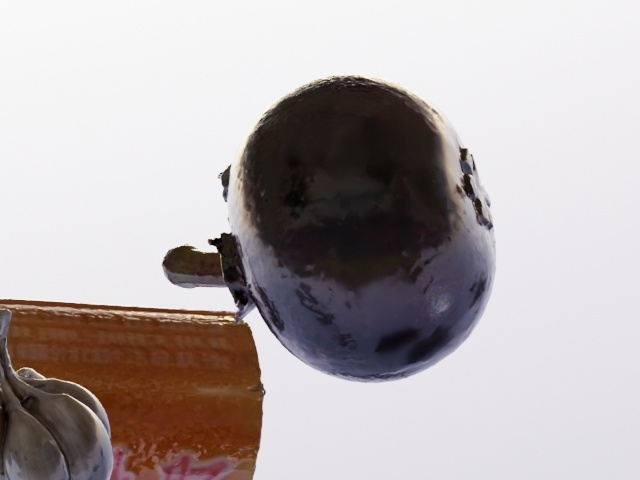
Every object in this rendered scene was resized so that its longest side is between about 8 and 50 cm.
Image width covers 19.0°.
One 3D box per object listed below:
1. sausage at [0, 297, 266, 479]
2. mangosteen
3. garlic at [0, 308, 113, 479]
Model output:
[{"bbox_3d":[-0.231,0.186,2.094,0.287,0.233,0.233,5,-160,-18],"label":"sausage"},{"bbox_3d":[0.000,0.000,1.457,0.261,0.236,0.235,-16,-157,14],"label":"mangosteen"},{"bbox_3d":[-0.242,0.148,1.606,0.127,0.194,0.131,-3,-170,27],"label":"garlic"}]
